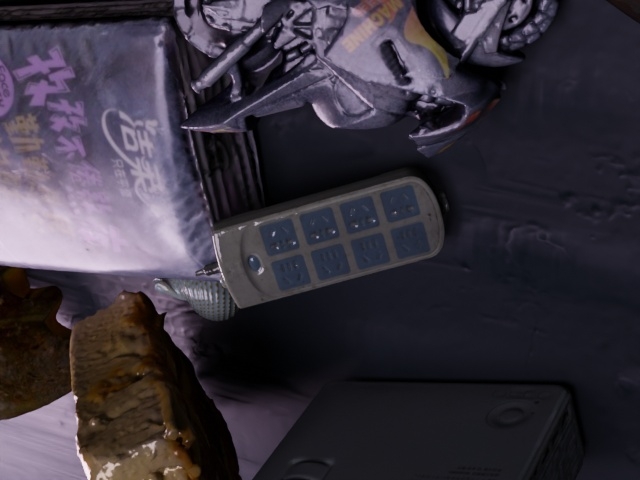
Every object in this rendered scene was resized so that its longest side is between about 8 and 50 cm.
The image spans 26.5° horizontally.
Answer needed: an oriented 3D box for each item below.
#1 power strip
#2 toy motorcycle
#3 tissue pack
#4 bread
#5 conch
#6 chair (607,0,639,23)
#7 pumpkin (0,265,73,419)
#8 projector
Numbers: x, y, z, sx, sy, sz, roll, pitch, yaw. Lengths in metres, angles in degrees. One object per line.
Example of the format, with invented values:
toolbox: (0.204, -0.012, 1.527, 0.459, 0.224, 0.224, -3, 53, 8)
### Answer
power strip: (0.000, 0.000, 1.160, 0.227, 0.029, 0.080, -16, 115, 6)
toy motorcycle: (0.031, -0.150, 1.060, 0.307, 0.108, 0.173, 1, 110, 14)
tissue pack: (-0.238, -0.092, 1.256, 0.361, 0.122, 0.259, 1, 120, 27)
bread: (-0.150, 0.185, 1.266, 0.114, 0.274, 0.185, -25, 117, -3)
conch: (-0.112, 0.041, 1.295, 0.085, 0.076, 0.056, 31, 87, -9)
chair: (0.087, -0.280, 0.877, 0.416, 0.240, 0.203, 38, 127, 6)
pumpkin: (-0.380, 0.091, 1.427, 0.254, 0.149, 0.130, 16, 132, 22)
projector: (0.085, 0.215, 1.199, 0.257, 0.192, 0.099, -2, 117, 30)
